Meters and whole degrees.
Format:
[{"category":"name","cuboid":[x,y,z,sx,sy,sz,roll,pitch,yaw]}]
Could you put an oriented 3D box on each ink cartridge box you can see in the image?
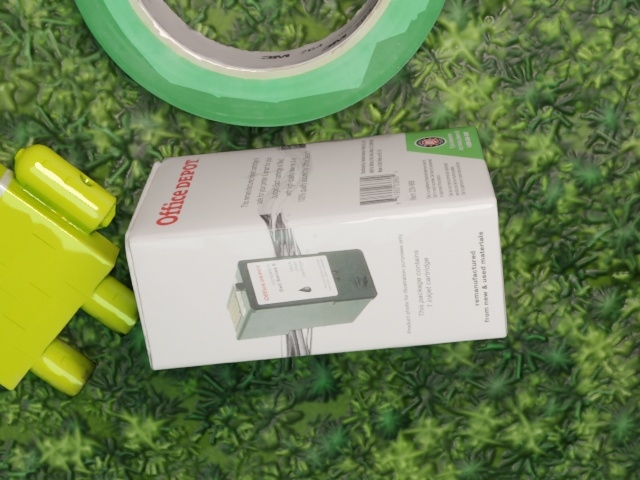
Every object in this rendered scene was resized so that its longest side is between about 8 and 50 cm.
[{"category":"ink cartridge box","cuboid":[0.000,0.000,1.122,0.289,0.211,0.121,-6,112,5]}]

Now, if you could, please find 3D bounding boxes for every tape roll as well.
[{"category":"tape roll","cuboid":[-0.049,-0.256,1.098,0.321,0.077,0.321,0,110,1]}]

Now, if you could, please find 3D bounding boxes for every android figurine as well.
[{"category":"android figurine","cuboid":[-0.301,0.023,1.219,0.273,0.056,0.248,36,107,-12]}]
